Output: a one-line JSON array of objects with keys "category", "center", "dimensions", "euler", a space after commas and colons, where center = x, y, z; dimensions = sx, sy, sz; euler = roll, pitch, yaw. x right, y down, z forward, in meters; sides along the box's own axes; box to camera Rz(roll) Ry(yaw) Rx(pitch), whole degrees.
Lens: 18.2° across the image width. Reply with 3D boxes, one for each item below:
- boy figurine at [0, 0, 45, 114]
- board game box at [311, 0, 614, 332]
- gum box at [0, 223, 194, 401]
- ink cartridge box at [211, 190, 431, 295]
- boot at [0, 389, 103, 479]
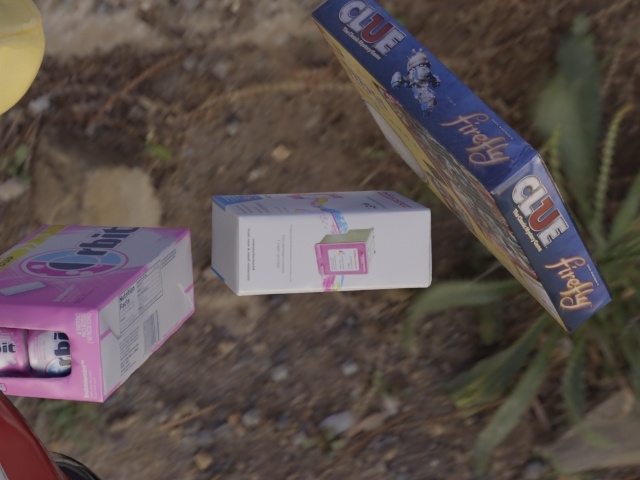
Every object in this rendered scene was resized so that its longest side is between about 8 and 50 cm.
[{"category": "boy figurine", "center": [-0.252, -0.085, 1.099], "dimensions": [0.092, 0.285, 0.177], "euler": [-16, 85, -39]}, {"category": "board game box", "center": [0.097, -0.061, 1.385], "dimensions": [0.042, 0.165, 0.243], "euler": [-38, 46, -3]}, {"category": "gum box", "center": [-0.161, 0.044, 1.275], "dimensions": [0.107, 0.188, 0.062], "euler": [2, 106, 15]}, {"category": "ink cartridge box", "center": [0.000, 0.000, 1.233], "dimensions": [0.122, 0.088, 0.052], "euler": [-1, 100, -14]}, {"category": "boot", "center": [-0.107, 0.046, 0.450], "dimensions": [0.088, 0.176, 0.244], "euler": [-37, 110, -3]}]
